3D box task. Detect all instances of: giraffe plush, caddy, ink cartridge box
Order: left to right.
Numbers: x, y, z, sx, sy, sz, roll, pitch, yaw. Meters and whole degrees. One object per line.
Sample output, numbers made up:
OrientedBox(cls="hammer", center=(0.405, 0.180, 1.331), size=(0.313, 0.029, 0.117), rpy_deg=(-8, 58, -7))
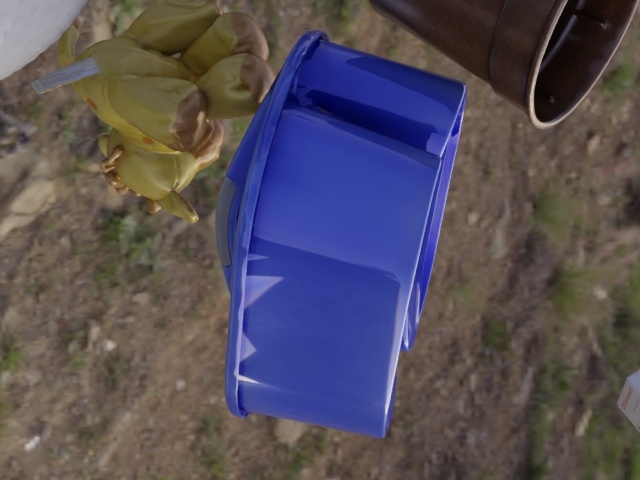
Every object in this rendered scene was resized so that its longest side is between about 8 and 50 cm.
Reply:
OrientedBox(cls="giraffe plush", center=(-0.144, -0.108, 1.117), size=(0.170, 0.210, 0.181), rpy_deg=(86, -11, -49))
OrientedBox(cls="caddy", center=(0.000, 0.000, 0.985), size=(0.241, 0.179, 0.341), rpy_deg=(-65, 166, -51))
OrientedBox(cls="ink cartridge box", center=(0.412, 0.211, 1.439), size=(0.052, 0.122, 0.088), rpy_deg=(-29, 153, -12))

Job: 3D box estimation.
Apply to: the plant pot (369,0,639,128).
OrientedBox(cls="plant pot", center=(0.135, -0.194, 0.913), size=(0.167, 0.165, 0.167), rpy_deg=(-43, 151, -30))

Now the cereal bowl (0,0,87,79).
OrientedBox(cls="cereal bowl", center=(-0.316, -0.182, 0.869), size=(0.339, 0.339, 0.141), rpy_deg=(-49, 145, -42))
